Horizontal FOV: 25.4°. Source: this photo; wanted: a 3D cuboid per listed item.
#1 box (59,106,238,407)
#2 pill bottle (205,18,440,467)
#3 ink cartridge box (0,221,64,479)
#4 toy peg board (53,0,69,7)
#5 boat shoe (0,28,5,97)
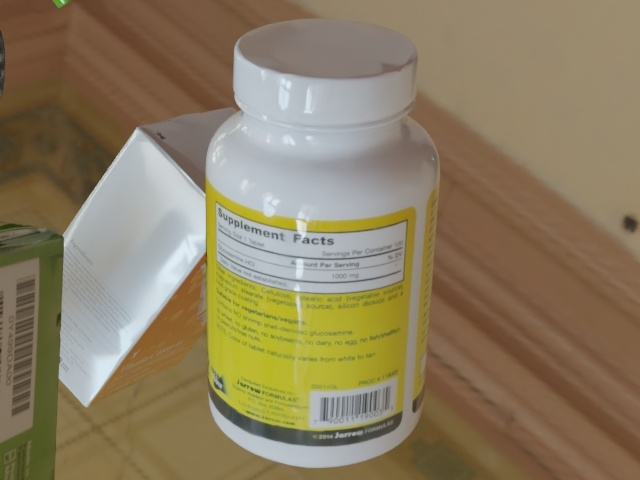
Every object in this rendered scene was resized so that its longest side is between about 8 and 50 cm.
[{"bbox_3d":[-0.205,0.018,1.815,0.168,0.345,0.215,46,-151,13],"label":"box"},{"bbox_3d":[0.000,0.000,1.157,0.188,0.334,0.188,2,-153,-1],"label":"pill bottle"},{"bbox_3d":[-0.245,0.075,0.590,0.255,0.188,0.097,8,-170,19],"label":"ink cartridge box"},{"bbox_3d":[-0.188,-0.281,1.226,0.079,0.161,0.160,55,-157,-20],"label":"toy peg board"},{"bbox_3d":[-0.226,-0.056,0.794,0.065,0.183,0.083,5,-159,-32],"label":"boat shoe"}]
